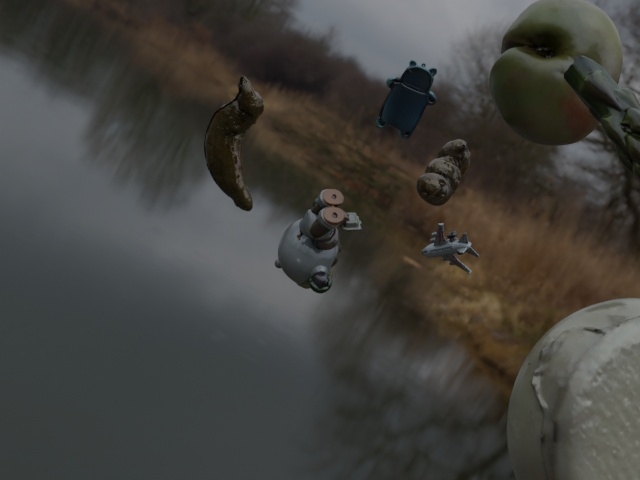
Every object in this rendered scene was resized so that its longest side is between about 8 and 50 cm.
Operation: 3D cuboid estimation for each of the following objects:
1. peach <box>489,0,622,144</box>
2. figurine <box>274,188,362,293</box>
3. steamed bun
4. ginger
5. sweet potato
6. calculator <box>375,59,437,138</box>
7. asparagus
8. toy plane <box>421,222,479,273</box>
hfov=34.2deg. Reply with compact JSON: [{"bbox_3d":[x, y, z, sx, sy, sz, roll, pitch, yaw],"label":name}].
[{"bbox_3d":[0.463,-0.323,2.034,0.247,0.292,0.292,2,-8,30],"label":"peach"},{"bbox_3d":[0.001,0.000,1.437,0.093,0.147,0.197,14,-30,-20],"label":"figurine"},{"bbox_3d":[0.438,0.268,1.518,0.374,0.374,0.241,28,-6,-12],"label":"steamed bun"},{"bbox_3d":[0.261,-0.140,2.215,0.080,0.104,0.204,26,43,11],"label":"ginger"},{"bbox_3d":[-0.192,-0.217,2.265,0.124,0.310,0.098,22,27,26],"label":"sweet potato"},{"bbox_3d":[0.152,-0.248,1.823,0.094,0.141,0.019,23,28,-5],"label":"calculator"},{"bbox_3d":[0.443,-0.149,1.466,0.080,0.080,0.287,22,32,-46],"label":"asparagus"},{"bbox_3d":[0.332,0.019,2.724,0.171,0.065,0.162,-2,-53,53],"label":"toy plane"}]
